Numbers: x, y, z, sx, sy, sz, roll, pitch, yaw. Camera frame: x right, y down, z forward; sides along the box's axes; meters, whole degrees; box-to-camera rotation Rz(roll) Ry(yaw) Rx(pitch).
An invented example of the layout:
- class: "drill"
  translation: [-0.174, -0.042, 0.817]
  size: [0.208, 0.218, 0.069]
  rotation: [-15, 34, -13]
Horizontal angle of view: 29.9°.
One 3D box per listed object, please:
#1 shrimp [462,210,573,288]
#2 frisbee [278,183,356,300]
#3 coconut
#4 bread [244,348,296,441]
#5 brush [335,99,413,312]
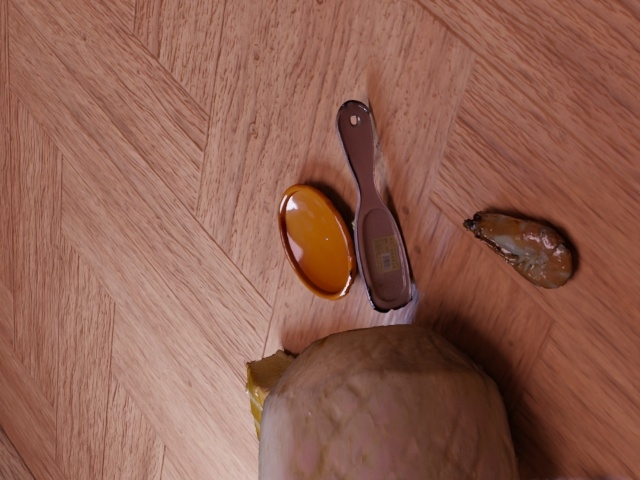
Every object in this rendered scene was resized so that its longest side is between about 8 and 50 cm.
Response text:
- class: "shrimp"
  translation: [0.240, 0.005, 1.492]
  size: [0.184, 0.043, 0.091]
  rotation: [31, 138, 43]
- class: "frisbee"
  translation: [0.000, 0.000, 1.861]
  size: [0.192, 0.035, 0.192]
  rotation: [34, 135, 41]
- class: "coconut"
  translation: [0.085, 0.332, 1.658]
  size: [0.415, 0.344, 0.415]
  rotation: [-179, 90, -75]
- class: "bread"
  translation: [-0.047, 0.323, 2.035]
  size: [0.246, 0.111, 0.239]
  rotation: [-161, 58, -75]
- class: "brush"
  translation: [0.064, -0.048, 1.710]
  size: [0.067, 0.072, 0.313]
  rotation: [-156, 50, -66]
